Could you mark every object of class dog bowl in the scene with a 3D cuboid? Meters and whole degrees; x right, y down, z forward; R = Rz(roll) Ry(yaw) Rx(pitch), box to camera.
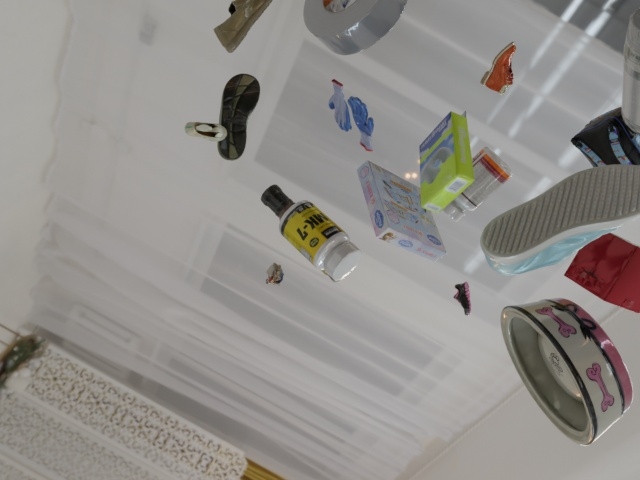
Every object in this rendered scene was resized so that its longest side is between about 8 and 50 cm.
[{"bbox_3d":[0.673,0.338,1.513,0.150,0.408,0.408,-24,178,-4],"label":"dog bowl"}]

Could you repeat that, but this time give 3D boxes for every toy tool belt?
[{"bbox_3d":[-0.123,0.103,1.569,0.052,0.051,0.083,-45,-157,20],"label":"toy tool belt"}]

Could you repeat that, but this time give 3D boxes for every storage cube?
[{"bbox_3d":[0.946,0.091,1.757,0.193,0.215,0.183,-64,-153,14],"label":"storage cube"}]

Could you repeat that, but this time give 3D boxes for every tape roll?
[{"bbox_3d":[0.071,-0.493,1.119,0.072,0.219,0.219,28,92,-47],"label":"tape roll"}]

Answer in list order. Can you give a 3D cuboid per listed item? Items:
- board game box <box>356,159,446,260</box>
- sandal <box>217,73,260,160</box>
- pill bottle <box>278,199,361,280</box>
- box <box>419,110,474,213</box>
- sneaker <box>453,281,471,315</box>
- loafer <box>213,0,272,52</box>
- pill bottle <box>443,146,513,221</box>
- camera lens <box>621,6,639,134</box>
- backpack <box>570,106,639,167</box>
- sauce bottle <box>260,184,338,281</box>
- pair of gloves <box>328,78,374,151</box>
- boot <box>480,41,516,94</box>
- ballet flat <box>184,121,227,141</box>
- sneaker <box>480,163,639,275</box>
[{"bbox_3d":[0.294,-0.106,1.999,0.066,0.319,0.318,-40,-135,33],"label":"board game box"},{"bbox_3d":[-0.289,-0.416,1.845,0.086,0.120,0.302,-176,-79,-71],"label":"sandal"},{"bbox_3d":[0.000,0.000,1.414,0.119,0.208,0.119,-35,151,-24],"label":"pill bottle"},{"bbox_3d":[0.230,-0.152,1.019,0.109,0.042,0.178,-48,-151,49],"label":"box"},{"bbox_3d":[0.480,0.199,1.867,0.047,0.057,0.119,-58,139,-78],"label":"sneaker"},{"bbox_3d":[-0.121,-0.378,0.897,0.148,0.050,0.056,-57,-159,-6],"label":"loafer"},{"bbox_3d":[0.464,-0.169,1.676,0.221,0.121,0.121,-46,-174,21],"label":"pill bottle"},{"bbox_3d":[0.799,-0.379,1.227,0.219,0.219,0.274,-61,142,-33],"label":"camera lens"},{"bbox_3d":[0.796,-0.254,1.478,0.117,0.173,0.158,-38,-177,-27],"label":"backpack"},{"bbox_3d":[-0.040,-0.028,1.609,0.111,0.344,0.111,-41,162,-17],"label":"sauce bottle"},{"bbox_3d":[0.075,-0.323,1.415,0.023,0.198,0.159,-32,141,-15],"label":"pair of gloves"},{"bbox_3d":[0.535,-0.495,1.589,0.059,0.084,0.158,-35,161,-29],"label":"boot"},{"bbox_3d":[-0.339,-0.335,1.688,0.168,0.052,0.057,-11,95,-52],"label":"ballet flat"},{"bbox_3d":[0.505,-0.035,1.121,0.150,0.366,0.135,54,18,-57],"label":"sneaker"}]
